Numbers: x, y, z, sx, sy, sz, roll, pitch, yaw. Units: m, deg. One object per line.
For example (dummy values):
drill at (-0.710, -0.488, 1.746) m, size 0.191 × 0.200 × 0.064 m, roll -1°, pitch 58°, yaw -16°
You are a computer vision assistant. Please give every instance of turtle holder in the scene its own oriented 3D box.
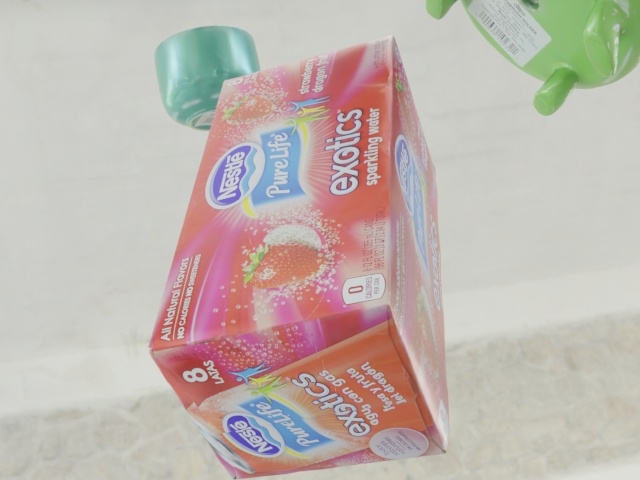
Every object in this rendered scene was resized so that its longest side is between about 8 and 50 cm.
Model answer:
turtle holder at (0.248, -0.298, 0.810) m, size 0.227 × 0.243 × 0.320 m, roll -42°, pitch -31°, yaw -12°

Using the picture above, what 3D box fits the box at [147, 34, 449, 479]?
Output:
box at (0.000, 0.000, 0.528) m, size 0.128 × 0.257 × 0.123 m, roll -12°, pitch -51°, yaw 16°

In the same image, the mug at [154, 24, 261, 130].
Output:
mug at (-0.133, -0.193, 1.093) m, size 0.129 × 0.097 × 0.158 m, roll -15°, pitch -12°, yaw 13°
